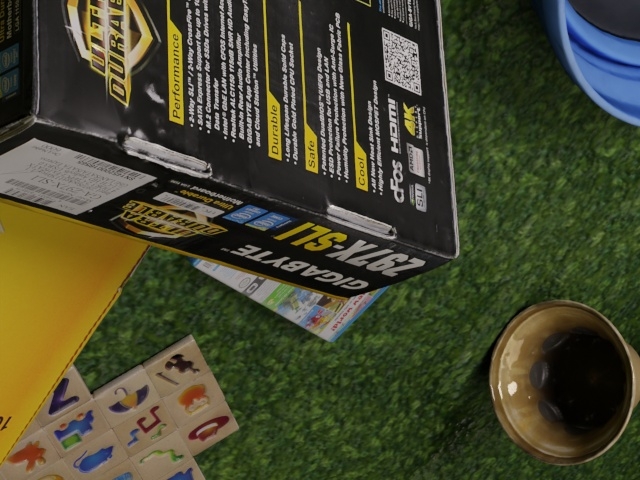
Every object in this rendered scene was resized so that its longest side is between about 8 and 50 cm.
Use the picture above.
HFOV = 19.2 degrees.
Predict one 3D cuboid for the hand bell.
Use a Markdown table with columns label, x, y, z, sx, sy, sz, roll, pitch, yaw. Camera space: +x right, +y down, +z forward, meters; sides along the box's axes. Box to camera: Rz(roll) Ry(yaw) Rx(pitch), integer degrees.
| label | x | y | z | sx | sy | sz | roll | pitch | yaw |
| --- | --- | --- | --- | --- | --- | --- | --- | --- | --- |
| hand bell | 0.252 | 0.108 | 1.528 | 0.242 | 0.126 | 0.126 | 0 | 130 | -54 |

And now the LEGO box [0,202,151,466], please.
| label | x | y | z | sx | sy | sz | roll | pitch | yaw |
| --- | --- | --- | --- | --- | --- | --- | --- | --- | --- |
| LEGO box | -0.336 | 0.006 | 0.823 | 0.500 | 0.193 | 0.372 | 7 | 125 | -54 |

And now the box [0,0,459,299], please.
| label | x | y | z | sx | sy | sz | roll | pitch | yaw |
| --- | --- | --- | --- | --- | --- | --- | --- | --- | --- |
| box | -0.053 | -0.156 | 0.851 | 0.079 | 0.322 | 0.257 | -20 | 155 | 40 |

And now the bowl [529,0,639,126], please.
| label | x | y | z | sx | sy | sz | roll | pitch | yaw |
| --- | --- | --- | --- | --- | --- | --- | --- | --- | --- |
| bowl | 0.296 | -0.247 | 1.200 | 0.391 | 0.077 | 0.391 | -21 | 139 | -19 |

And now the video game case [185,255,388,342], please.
| label | x | y | z | sx | sy | sz | roll | pitch | yaw |
| --- | --- | --- | --- | --- | --- | --- | --- | --- | --- |
| video game case | 0.000 | 0.000 | 1.277 | 0.119 | 0.015 | 0.166 | -46 | 140 | 10 |

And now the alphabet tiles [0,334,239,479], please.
| label | x | y | z | sx | sy | sz | roll | pitch | yaw |
| --- | --- | --- | --- | --- | --- | --- | --- | --- | --- |
| alphabet tiles | -0.174 | 0.159 | 1.312 | 0.237 | 0.009 | 0.198 | -31 | 141 | -8 |
